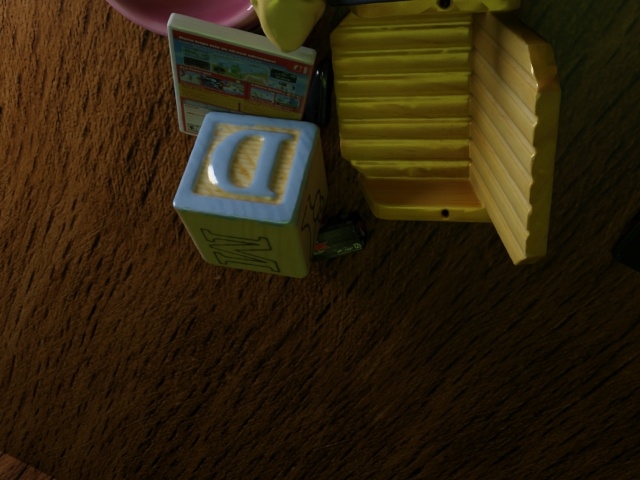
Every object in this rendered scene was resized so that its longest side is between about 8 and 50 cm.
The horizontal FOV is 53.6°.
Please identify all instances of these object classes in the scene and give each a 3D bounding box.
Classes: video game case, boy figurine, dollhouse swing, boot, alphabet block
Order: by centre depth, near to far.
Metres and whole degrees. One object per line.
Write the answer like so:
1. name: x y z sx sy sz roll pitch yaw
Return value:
1. boy figurine: -0.079 -0.363 0.743 0.177 0.092 0.285 -1 129 49
2. dollhouse swing: 0.149 -0.155 0.885 0.315 0.305 0.347 2 124 14
3. video game case: -0.124 -0.223 0.979 0.204 0.025 0.285 14 159 -4
4. boot: -0.032 -0.243 1.036 0.099 0.045 0.121 13 125 12
5. alphabet block: -0.102 -0.071 1.039 0.193 0.193 0.197 10 153 11

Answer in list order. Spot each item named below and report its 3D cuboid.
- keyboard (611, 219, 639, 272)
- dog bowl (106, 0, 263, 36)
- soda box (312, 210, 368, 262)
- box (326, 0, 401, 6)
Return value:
1. keyboard: 0.625 -0.035 0.974 0.201 0.033 0.317 28 135 4
2. dog bowl: -0.174 -0.462 0.862 0.407 0.150 0.408 8 125 11
3. soda box: 0.000 0.000 1.182 0.168 0.053 0.060 -15 118 23
4. box: 0.150 -0.395 0.610 0.293 0.395 0.212 -31 115 -7
